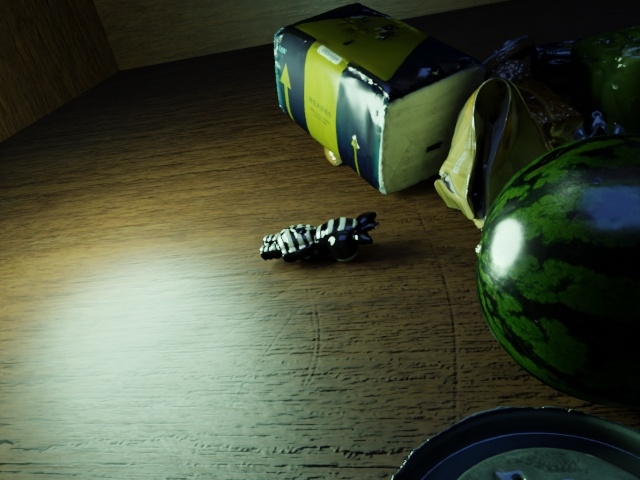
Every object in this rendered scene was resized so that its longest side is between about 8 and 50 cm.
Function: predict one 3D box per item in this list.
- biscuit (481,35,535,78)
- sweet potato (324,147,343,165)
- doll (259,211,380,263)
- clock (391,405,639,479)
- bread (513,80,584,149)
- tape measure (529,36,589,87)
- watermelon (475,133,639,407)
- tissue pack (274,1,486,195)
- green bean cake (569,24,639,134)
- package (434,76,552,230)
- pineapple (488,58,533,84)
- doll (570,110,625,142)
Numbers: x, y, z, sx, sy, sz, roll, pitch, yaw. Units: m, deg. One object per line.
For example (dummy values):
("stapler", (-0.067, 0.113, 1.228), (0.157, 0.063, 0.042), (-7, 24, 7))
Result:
("biscuit", (0.491, -0.492, 1.528), (0.208, 0.049, 0.181), (-31, -5, 3))
("sweet potato", (0.041, -0.296, 1.435), (0.106, 0.095, 0.355), (18, 37, 0))
("doll", (0.000, 0.000, 0.979), (0.219, 0.067, 0.091), (-11, 33, 16))
("clock", (0.193, 0.272, 0.443), (0.312, 0.062, 0.313), (-10, 30, 6))
("bread", (0.428, -0.259, 1.201), (0.184, 0.114, 0.275), (-9, 28, 6))
("tape measure", (0.647, -0.466, 1.466), (0.186, 0.112, 0.199), (-1, 26, 7))
("watermelon", (0.305, 0.033, 0.582), (0.284, 0.285, 0.285), (-10, 30, 6))
("tissue pack", (0.109, -0.323, 1.209), (0.264, 0.253, 0.416), (-25, 47, -23))
("green bean cake", (0.693, -0.341, 1.131), (0.334, 0.218, 0.319), (-6, 30, 8))
("package", (0.260, -0.123, 0.901), (0.165, 0.221, 0.311), (-31, 5, 13))
("pineapple", (0.448, -0.379, 1.416), (0.197, 0.108, 0.108), (-38, 36, -15))
("doll", (0.468, -0.129, 0.923), (0.095, 0.070, 0.195), (-1, 72, 16))
